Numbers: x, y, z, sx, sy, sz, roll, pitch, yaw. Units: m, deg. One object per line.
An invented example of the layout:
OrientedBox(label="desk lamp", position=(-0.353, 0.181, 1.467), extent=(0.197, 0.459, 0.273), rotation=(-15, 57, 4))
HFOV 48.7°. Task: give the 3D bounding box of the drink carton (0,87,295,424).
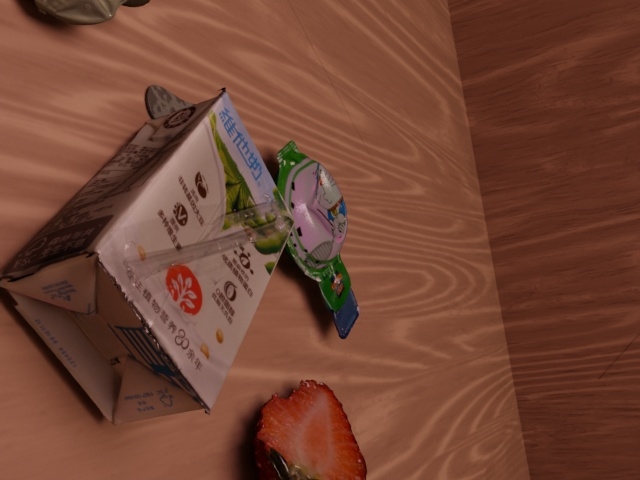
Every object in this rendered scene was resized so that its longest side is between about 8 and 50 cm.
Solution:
OrientedBox(label="drink carton", position=(-0.155, 0.007, 0.735), extent=(0.194, 0.132, 0.325), rotation=(63, 27, -27))

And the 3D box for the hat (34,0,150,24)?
OrientedBox(label="hat", position=(-0.257, -0.274, 0.736), extent=(0.122, 0.081, 0.166), rotation=(38, 13, 0))

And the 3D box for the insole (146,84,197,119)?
OrientedBox(label="insole", position=(-0.164, -0.152, 0.930), extent=(0.193, 0.006, 0.065), rotation=(20, 62, -60))

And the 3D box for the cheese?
OrientedBox(label="cheese", position=(0.000, 0.000, 1.111), extent=(0.321, 0.083, 0.204), rotation=(68, 27, -18))

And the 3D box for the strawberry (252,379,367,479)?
OrientedBox(label="strawberry", position=(-0.026, 0.292, 0.928), extent=(0.175, 0.107, 0.236), rotation=(45, 17, 18))
